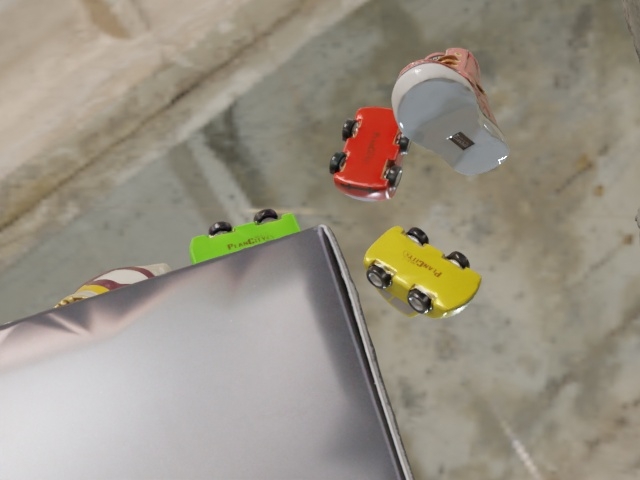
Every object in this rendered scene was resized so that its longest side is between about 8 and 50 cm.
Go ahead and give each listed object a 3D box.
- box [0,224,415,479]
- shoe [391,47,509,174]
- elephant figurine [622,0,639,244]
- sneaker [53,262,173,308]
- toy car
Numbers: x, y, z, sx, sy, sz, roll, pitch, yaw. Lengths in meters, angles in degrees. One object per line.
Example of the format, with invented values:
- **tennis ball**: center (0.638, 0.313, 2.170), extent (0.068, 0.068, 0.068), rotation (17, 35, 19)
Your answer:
- **box**: center (-0.111, 0.185, 0.859), extent (0.343, 0.312, 0.179), rotation (-17, -120, -2)
- **shoe**: center (0.092, -0.117, 1.309), extent (0.178, 0.063, 0.081), rotation (35, -149, -60)
- **elephant figurine**: center (0.206, -0.118, 0.576), extent (0.169, 0.239, 0.186), rotation (-19, -92, -20)
- **sneaker**: center (-0.164, 0.072, 1.144), extent (0.084, 0.185, 0.069), rotation (-31, -89, -43)
- **toy car**: center (0.000, 0.000, 1.426), extent (0.225, 0.239, 0.053), rotation (-14, -39, -9)
